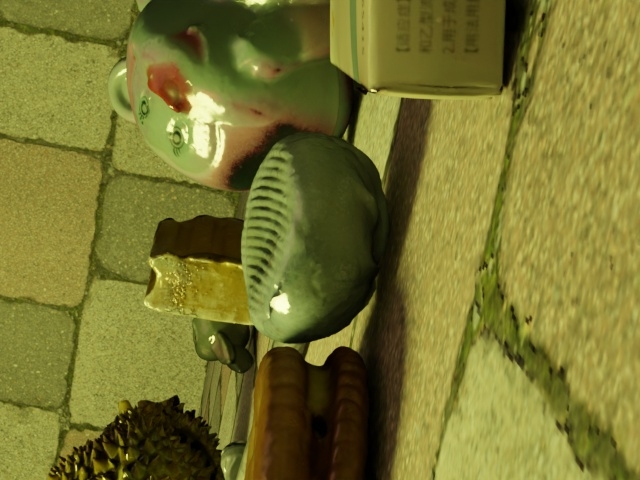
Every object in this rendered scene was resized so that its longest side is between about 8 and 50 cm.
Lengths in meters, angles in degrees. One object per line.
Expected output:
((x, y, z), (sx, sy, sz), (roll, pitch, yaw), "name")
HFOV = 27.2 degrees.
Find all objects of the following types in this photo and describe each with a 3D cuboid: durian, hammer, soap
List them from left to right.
((-0.228, 0.342, 1.691), (0.293, 0.258, 0.258), (-56, -17, -57), "durian")
((-0.131, 0.029, 1.656), (0.257, 0.160, 0.080), (-103, 22, -77), "soap")
((-0.048, 0.144, 1.245), (0.152, 0.044, 0.426), (-88, 10, -48), "hammer")

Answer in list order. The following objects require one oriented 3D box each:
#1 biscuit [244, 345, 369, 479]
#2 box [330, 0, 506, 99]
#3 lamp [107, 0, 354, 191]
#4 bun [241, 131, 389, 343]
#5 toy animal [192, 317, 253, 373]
((-0.016, 0.170, 0.803), (0.220, 0.066, 0.220), (-173, 90, -86), "biscuit")
((0.044, -0.248, 0.645), (0.200, 0.065, 0.343), (-113, 24, -77), "box")
((-0.045, -0.193, 1.147), (0.247, 0.247, 0.301), (-24, -41, -59), "lamp")
((0.000, 0.000, 0.840), (0.141, 0.083, 0.140), (-170, 90, -74), "bun")
((-0.149, 0.106, 1.874), (0.108, 0.138, 0.236), (-35, 27, 30), "toy animal")
